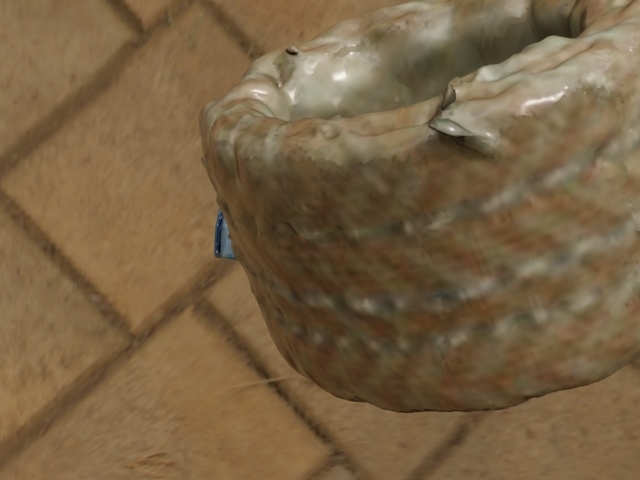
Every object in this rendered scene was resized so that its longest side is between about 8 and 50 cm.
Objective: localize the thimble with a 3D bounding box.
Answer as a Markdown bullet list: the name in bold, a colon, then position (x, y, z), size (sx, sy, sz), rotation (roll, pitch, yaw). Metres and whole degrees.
- **thimble**: position (0.066, -0.030, 0.720), size (0.196, 0.229, 0.148), rotation (-36, 117, -33)

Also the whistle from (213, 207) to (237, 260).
- **whistle**: position (0.000, 0.000, 1.297), size (0.158, 0.090, 0.090), rotation (9, 78, -38)
